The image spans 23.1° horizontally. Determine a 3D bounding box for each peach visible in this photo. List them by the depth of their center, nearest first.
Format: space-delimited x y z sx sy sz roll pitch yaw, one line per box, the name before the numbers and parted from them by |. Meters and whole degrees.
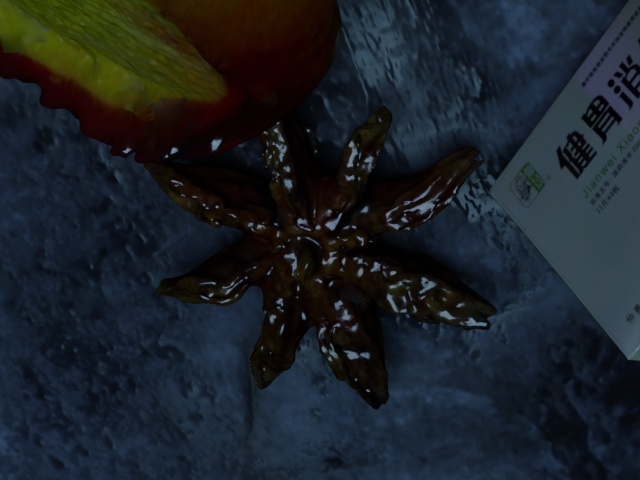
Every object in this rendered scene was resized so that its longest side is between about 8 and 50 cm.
peach | -0.141 -0.251 0.948 0.406 0.310 0.335 31 154 1

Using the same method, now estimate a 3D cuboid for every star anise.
star anise | 0.000 -0.001 1.155 0.288 0.088 0.288 3 112 9

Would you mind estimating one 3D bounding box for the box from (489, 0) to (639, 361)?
box | 0.245 -0.070 1.031 0.260 0.062 0.175 -56 50 26
